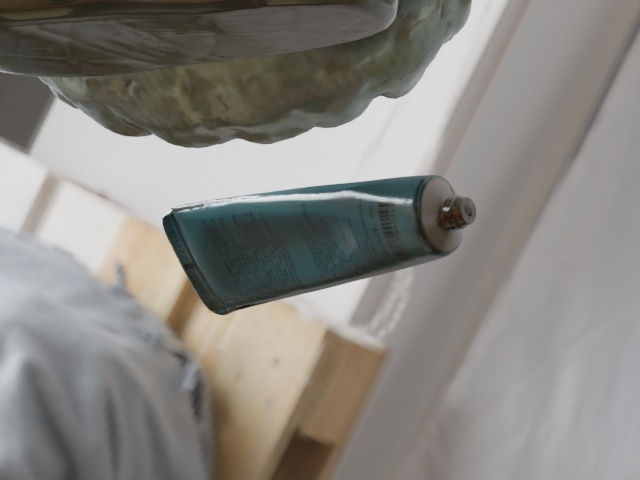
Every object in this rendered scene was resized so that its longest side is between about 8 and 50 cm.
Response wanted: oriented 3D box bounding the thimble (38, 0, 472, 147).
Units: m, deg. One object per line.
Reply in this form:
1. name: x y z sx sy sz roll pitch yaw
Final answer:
1. thimble: -0.052 -0.158 0.798 0.250 0.205 0.172 19 -41 31

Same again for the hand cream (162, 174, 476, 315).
1. hand cream: 0.000 0.000 1.104 0.224 0.048 0.083 -10 -63 37

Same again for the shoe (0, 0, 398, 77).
1. shoe: -0.066 -0.099 0.585 0.195 0.078 0.079 3 -9 24
